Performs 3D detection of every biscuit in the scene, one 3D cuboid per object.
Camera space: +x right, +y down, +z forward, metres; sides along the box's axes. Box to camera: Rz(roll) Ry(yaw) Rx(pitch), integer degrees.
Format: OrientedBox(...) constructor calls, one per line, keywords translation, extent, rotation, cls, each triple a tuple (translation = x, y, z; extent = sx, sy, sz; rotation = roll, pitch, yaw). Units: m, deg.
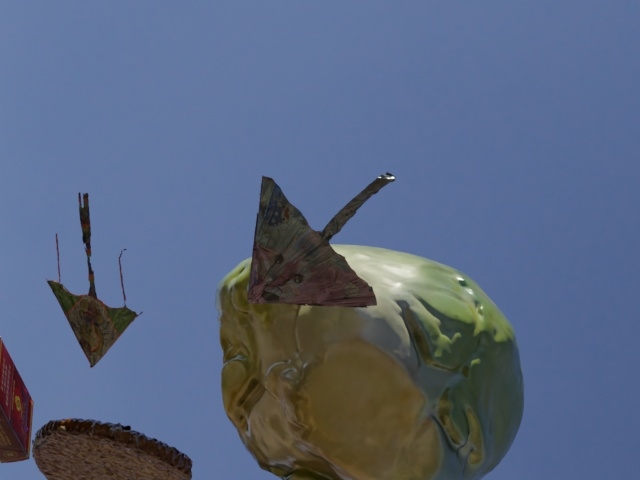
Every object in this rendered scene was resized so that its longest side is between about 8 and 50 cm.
OrientedBox(translation=(-0.191, 0.195, 1.445), extent=(0.126, 0.025, 0.206), rotation=(33, -32, -15), cls="biscuit")

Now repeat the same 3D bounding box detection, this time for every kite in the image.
OrientedBox(translation=(0.000, 0.000, 1.305), extent=(0.139, 0.157, 0.011), rotation=(46, 6, -9), cls="kite")
OrientedBox(translation=(-0.308, 0.057, 2.210), extent=(0.198, 0.006, 0.244), rotation=(11, -73, 41), cls="kite")

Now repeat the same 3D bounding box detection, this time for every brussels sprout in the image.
OrientedBox(translation=(0.038, 0.138, 1.563), extent=(0.344, 0.344, 0.268), rotation=(20, -84, 43), cls="brussels sprout")

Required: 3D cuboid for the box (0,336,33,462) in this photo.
OrientedBox(translation=(-0.223, 0.111, 1.146), extent=(0.082, 0.023, 0.051), rotation=(77, 8, -49), cls="box")
